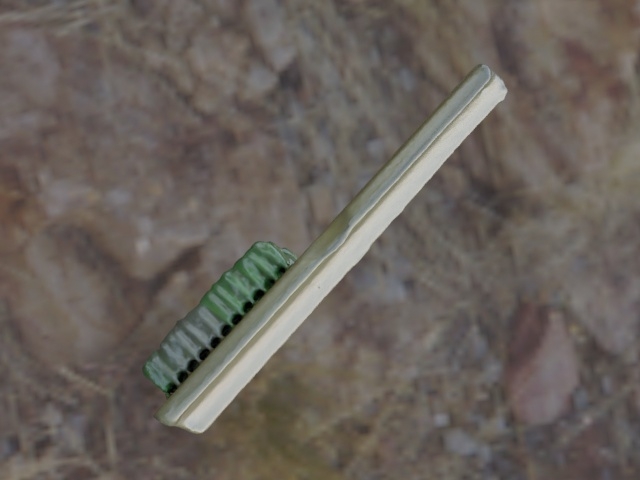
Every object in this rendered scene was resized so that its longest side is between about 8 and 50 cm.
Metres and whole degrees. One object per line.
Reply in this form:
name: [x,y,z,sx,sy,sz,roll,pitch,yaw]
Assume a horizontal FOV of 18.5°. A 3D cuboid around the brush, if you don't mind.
brush: [0.000,0.000,1.155,0.048,0.282,0.054,46,8,20]
